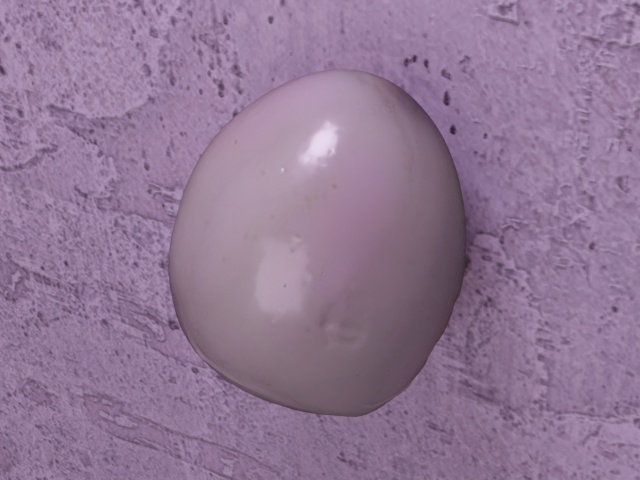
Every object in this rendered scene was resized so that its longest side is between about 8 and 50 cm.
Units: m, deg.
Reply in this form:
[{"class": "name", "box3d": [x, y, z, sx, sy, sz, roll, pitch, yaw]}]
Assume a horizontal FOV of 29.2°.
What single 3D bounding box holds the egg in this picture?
[{"class": "egg", "box3d": [0.000, 0.000, 1.171, 0.283, 0.283, 0.345, 25, 118, 18]}]
